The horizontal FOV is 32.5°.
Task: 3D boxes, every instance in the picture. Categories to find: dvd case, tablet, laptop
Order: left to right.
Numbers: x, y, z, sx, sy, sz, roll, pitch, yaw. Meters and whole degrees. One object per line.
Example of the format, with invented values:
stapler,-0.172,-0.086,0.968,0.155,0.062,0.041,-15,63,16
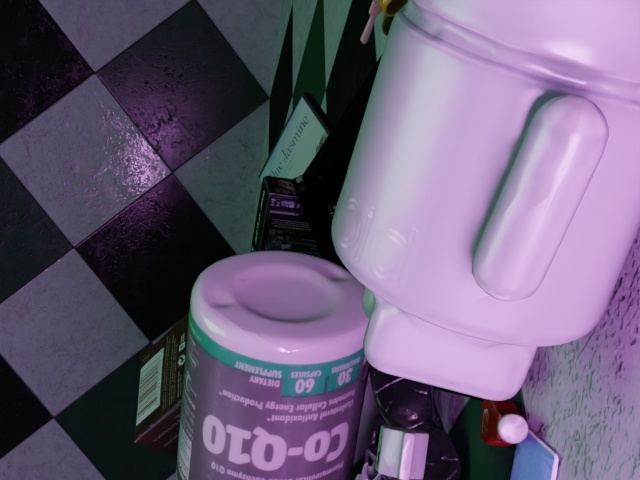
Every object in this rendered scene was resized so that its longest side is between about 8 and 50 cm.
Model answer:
dvd case,-0.011,-0.092,1.739,0.180,0.022,0.253,-61,42,30
laptop,0.134,-0.071,1.201,0.408,0.236,0.382,69,166,-3
tablet,0.175,0.188,0.899,0.083,0.006,0.054,-139,57,-77

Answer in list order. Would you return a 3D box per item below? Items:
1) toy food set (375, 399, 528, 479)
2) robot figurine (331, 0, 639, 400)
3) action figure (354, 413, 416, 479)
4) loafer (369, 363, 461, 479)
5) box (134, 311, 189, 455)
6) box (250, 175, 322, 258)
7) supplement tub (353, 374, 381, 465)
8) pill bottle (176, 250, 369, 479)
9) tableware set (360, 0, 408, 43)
toy food set,0.111,0.164,0.932,0.104,0.111,0.232,105,174,-85
robot figurine,0.129,-0.070,0.739,0.300,0.199,0.353,-95,21,-68
action figure,0.041,0.340,1.204,0.185,0.099,0.285,-21,-44,-62
loafer,0.092,0.178,1.119,0.061,0.062,0.170,74,178,-65
box,-0.168,0.246,1.763,0.167,0.203,0.168,-43,36,36
box,0.000,0.000,1.523,0.077,0.180,0.147,-112,30,-66
supplement tub,-0.039,0.183,1.543,0.338,0.207,0.207,-122,40,-75
pill bottle,-0.058,0.211,1.243,0.204,0.204,0.361,-101,16,-60
tableware set,0.106,-0.191,0.817,0.024,0.154,0.104,59,155,23
